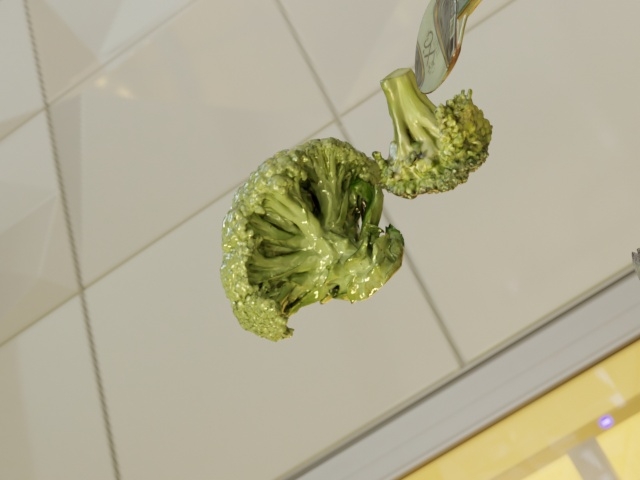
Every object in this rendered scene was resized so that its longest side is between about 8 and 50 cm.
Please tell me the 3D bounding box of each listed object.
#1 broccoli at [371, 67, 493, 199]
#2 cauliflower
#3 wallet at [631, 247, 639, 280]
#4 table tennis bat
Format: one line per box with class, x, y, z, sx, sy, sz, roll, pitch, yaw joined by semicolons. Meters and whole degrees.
broccoli;0.184;-0.200;1.910;0.243;0.246;0.263;60;-167;-14
cauliflower;0.000;0.000;1.419;0.250;0.275;0.272;23;-163;17
wallet;0.493;0.090;1.471;0.166;0.030;0.111;65;-172;0
table tennis bat;0.204;-0.334;1.575;0.301;0.022;0.174;134;142;-66
